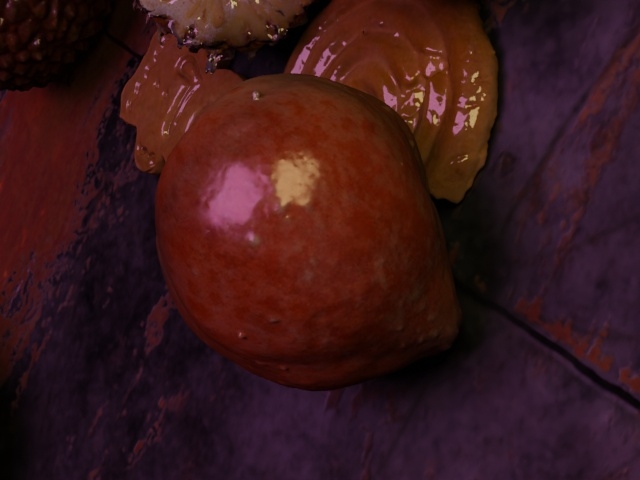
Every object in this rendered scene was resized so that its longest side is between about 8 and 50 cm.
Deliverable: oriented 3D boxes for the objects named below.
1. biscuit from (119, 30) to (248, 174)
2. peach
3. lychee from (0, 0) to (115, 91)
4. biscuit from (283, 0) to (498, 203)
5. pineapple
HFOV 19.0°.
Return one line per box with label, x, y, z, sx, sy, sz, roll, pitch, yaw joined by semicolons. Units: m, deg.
biscuit;-0.107;-0.103;1.552;0.133;0.027;0.184;-49;47;23
peach;0.000;0.000;1.285;0.232;0.232;0.232;-18;65;43
lychee;-0.264;-0.221;1.660;0.188;0.188;0.188;-18;65;43
biscuit;0.057;-0.127;1.377;0.224;0.033;0.144;44;110;44
pineapple;-0.064;-0.221;1.487;0.161;0.137;0.176;31;96;4
